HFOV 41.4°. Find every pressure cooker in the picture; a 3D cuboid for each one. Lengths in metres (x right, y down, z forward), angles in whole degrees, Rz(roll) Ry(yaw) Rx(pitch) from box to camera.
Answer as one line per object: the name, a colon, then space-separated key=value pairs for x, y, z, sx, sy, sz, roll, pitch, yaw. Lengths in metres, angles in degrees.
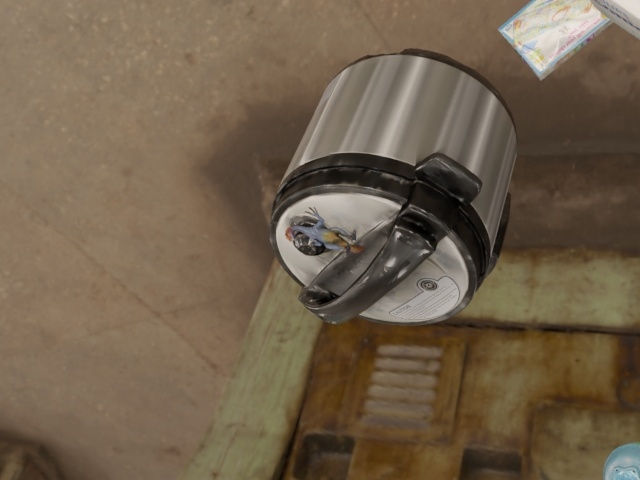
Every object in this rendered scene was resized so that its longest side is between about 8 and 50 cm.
pressure cooker: x=0.112 y=-0.058 z=1.399 sx=0.376 sy=0.420 sz=0.369 roll=5 pitch=140 yaw=22

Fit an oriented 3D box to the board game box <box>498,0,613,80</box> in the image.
board game box: x=0.365 y=-0.334 z=1.295 sx=0.154 sy=0.103 sz=0.026 roll=-39 pitch=162 yaw=12

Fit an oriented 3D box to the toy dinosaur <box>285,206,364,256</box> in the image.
toy dinosaur: x=0.000 y=0.000 z=1.054 sx=0.082 sy=0.047 sz=0.090 roll=9 pitch=155 yaw=26

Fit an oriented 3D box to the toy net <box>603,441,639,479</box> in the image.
toy net: x=0.341 y=0.274 z=0.738 sx=0.045 sy=0.232 sz=0.122 roll=8 pitch=138 yaw=-49

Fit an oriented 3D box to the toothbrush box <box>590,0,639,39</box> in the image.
toothbrush box: x=0.442 y=-0.313 z=0.846 sx=0.295 sy=0.216 sz=0.126 roll=-52 pitch=150 yaw=14
